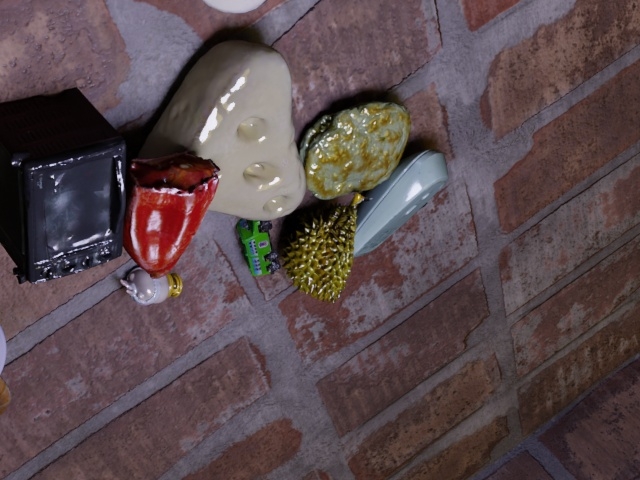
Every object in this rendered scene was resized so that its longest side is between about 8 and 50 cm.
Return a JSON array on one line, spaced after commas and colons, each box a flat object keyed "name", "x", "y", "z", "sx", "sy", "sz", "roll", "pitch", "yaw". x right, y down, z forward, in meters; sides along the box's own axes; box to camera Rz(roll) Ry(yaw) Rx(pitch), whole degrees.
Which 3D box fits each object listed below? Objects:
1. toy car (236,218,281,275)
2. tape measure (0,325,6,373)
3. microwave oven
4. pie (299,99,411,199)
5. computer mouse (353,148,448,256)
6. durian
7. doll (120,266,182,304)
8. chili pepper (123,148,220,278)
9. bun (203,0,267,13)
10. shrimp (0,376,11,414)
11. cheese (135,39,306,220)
[{"name": "toy car", "x": -0.123, "y": -0.003, "z": 2.240, "sx": 0.063, "sy": 0.071, "sz": 0.165, "roll": -18, "pitch": 139, "yaw": -8}, {"name": "tape measure", "x": -0.604, "y": 0.176, "z": 1.907, "sx": 0.178, "sy": 0.105, "sz": 0.196, "roll": -21, "pitch": 103, "yaw": -40}, {"name": "microwave oven", "x": -0.413, "y": -0.080, "z": 1.801, "sx": 0.178, "sy": 0.188, "sz": 0.247, "roll": -17, "pitch": 137, "yaw": -29}, {"name": "pie", "x": 0.068, "y": -0.185, "z": 2.214, "sx": 0.248, "sy": 0.090, "sz": 0.201, "roll": -15, "pitch": 131, "yaw": -30}, {"name": "computer mouse", "x": 0.141, "y": -0.083, "z": 2.371, "sx": 0.288, "sy": 0.097, "sz": 0.159, "roll": -43, "pitch": 170, "yaw": 21}, {"name": "durian", "x": 0.000, "y": 0.000, "z": 2.260, "sx": 0.138, "sy": 0.193, "sz": 0.237, "roll": 20, "pitch": 110, "yaw": -10}, {"name": "doll", "x": -0.325, "y": 0.087, "z": 2.150, "sx": 0.127, "sy": 0.073, "sz": 0.084, "roll": 1, "pitch": 158, "yaw": -45}, {"name": "chili pepper", "x": -0.263, "y": -0.026, "z": 1.881, "sx": 0.144, "sy": 0.136, "sz": 0.252, "roll": -49, "pitch": 164, "yaw": -51}, {"name": "bun", "x": -0.133, "y": -0.426, "z": 1.797, "sx": 0.138, "sy": 0.094, "sz": 0.138, "roll": 0, "pitch": 128, "yaw": 0}, {"name": "shrimp", "x": -0.639, "y": 0.253, "z": 2.042, "sx": 0.144, "sy": 0.052, "sz": 0.251, "roll": -22, "pitch": 133, "yaw": -7}, {"name": "cheese", "x": -0.120, "y": -0.186, "z": 2.004, "sx": 0.351, "sy": 0.129, "sz": 0.328, "roll": 8, "pitch": 123, "yaw": -43}]
